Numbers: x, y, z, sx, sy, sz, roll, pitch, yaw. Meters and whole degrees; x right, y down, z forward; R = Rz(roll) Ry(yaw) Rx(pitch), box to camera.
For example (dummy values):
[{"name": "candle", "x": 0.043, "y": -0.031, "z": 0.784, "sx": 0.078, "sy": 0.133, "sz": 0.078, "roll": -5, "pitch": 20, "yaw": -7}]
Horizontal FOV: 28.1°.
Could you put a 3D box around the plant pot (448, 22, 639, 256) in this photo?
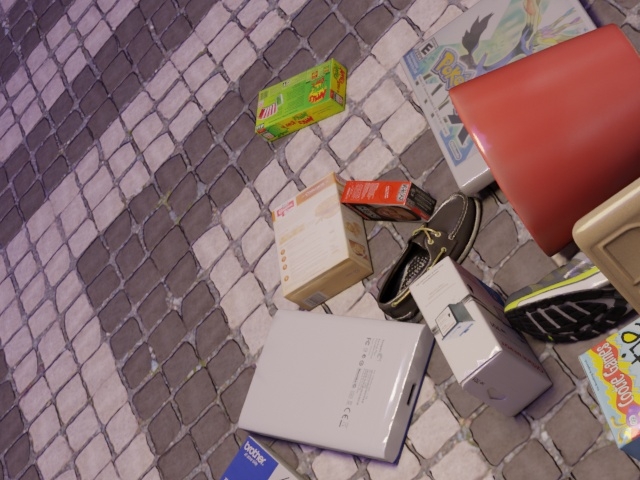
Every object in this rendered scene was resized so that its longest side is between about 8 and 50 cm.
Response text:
[{"name": "plant pot", "x": 0.346, "y": -0.153, "z": 1.753, "sx": 0.243, "sy": 0.275, "sz": 0.275, "roll": -31, "pitch": 47, "yaw": 12}]

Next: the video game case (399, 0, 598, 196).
[{"name": "video game case", "x": 0.295, "y": -0.265, "z": 2.005, "sx": 0.300, "sy": 0.036, "sz": 0.329, "roll": -35, "pitch": 45, "yaw": 16}]

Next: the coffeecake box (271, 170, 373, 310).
[{"name": "coffeecake box", "x": 0.000, "y": 0.000, "z": 2.129, "sx": 0.142, "sy": 0.068, "sz": 0.185, "roll": -32, "pitch": 47, "yaw": 27}]

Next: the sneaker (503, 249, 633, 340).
[{"name": "sneaker", "x": 0.382, "y": 0.039, "z": 1.724, "sx": 0.300, "sy": 0.111, "sz": 0.121, "roll": -27, "pitch": 38, "yaw": 25}]

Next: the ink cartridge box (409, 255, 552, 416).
[{"name": "ink cartridge box", "x": 0.221, "y": 0.134, "z": 1.778, "sx": 0.082, "sy": 0.140, "sz": 0.190, "roll": -42, "pitch": 44, "yaw": 15}]

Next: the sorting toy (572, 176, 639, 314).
[{"name": "sorting toy", "x": 0.497, "y": -0.020, "z": 1.567, "sx": 0.307, "sy": 0.229, "sz": 0.041, "roll": -37, "pitch": 15, "yaw": 22}]

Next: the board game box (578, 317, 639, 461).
[{"name": "board game box", "x": 0.475, "y": 0.143, "z": 1.521, "sx": 0.275, "sy": 0.144, "sz": 0.142, "roll": -37, "pitch": 45, "yaw": 21}]

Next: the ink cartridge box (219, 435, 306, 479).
[{"name": "ink cartridge box", "x": -0.070, "y": 0.395, "z": 1.974, "sx": 0.097, "sy": 0.046, "sz": 0.207, "roll": -57, "pitch": 41, "yaw": 0}]

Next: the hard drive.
[{"name": "hard drive", "x": 0.020, "y": 0.220, "z": 1.996, "sx": 0.319, "sy": 0.040, "sz": 0.210, "roll": 3, "pitch": 68, "yaw": 45}]

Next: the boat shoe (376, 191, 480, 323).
[{"name": "boat shoe", "x": 0.166, "y": 0.020, "z": 1.954, "sx": 0.081, "sy": 0.069, "sz": 0.227, "roll": 27, "pitch": 86, "yaw": 49}]

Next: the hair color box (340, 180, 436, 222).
[{"name": "hair color box", "x": 0.108, "y": -0.063, "z": 2.060, "sx": 0.141, "sy": 0.072, "sz": 0.043, "roll": 2, "pitch": 68, "yaw": 46}]

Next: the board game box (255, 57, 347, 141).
[{"name": "board game box", "x": -0.036, "y": -0.256, "z": 2.339, "sx": 0.181, "sy": 0.043, "sz": 0.092, "roll": -20, "pitch": 54, "yaw": 36}]
